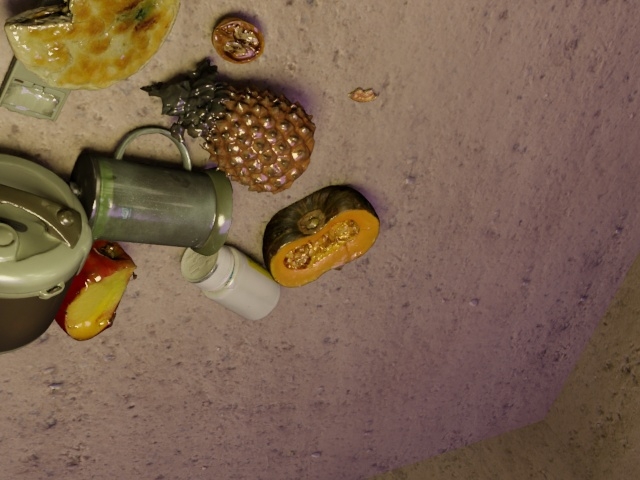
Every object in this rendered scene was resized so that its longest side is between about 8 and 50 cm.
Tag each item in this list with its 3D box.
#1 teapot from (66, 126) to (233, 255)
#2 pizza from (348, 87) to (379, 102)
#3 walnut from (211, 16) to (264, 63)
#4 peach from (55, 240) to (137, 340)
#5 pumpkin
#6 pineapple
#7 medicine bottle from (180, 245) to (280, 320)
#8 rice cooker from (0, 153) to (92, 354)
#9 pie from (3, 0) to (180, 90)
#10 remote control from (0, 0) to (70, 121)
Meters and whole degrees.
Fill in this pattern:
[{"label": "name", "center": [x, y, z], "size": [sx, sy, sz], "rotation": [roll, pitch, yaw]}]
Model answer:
[{"label": "teapot", "center": [-0.372, -0.106, 1.688], "size": [0.336, 0.200, 0.271], "rotation": [6, 97, -35]}, {"label": "pizza", "center": [0.103, -0.346, 1.886], "size": [0.083, 0.016, 0.037], "rotation": [-5, 133, -25]}, {"label": "walnut", "center": [-0.172, -0.412, 1.610], "size": [0.121, 0.052, 0.091], "rotation": [20, 118, -41]}, {"label": "peach", "center": [-0.541, 0.107, 1.791], "size": [0.158, 0.154, 0.267], "rotation": [-9, 144, -39]}, {"label": "pumpkin", "center": [0.000, 0.000, 2.058], "size": [0.317, 0.139, 0.222], "rotation": [-31, 137, -6]}, {"label": "pineapple", "center": [-0.194, -0.254, 1.656], "size": [0.357, 0.223, 0.223], "rotation": [28, 111, -27]}, {"label": "medicine bottle", "center": [-0.225, 0.098, 1.999], "size": [0.143, 0.143, 0.258], "rotation": [-43, 140, 10]}, {"label": "rice cooker", "center": [-0.622, 0.016, 1.498], "size": [0.335, 0.335, 0.325], "rotation": [1, 141, -34]}, {"label": "pie", "center": [-0.380, -0.400, 1.395], "size": [0.337, 0.075, 0.338], "rotation": [-28, 151, -17]}, {"label": "remote control", "center": [-0.498, -0.349, 1.472], "size": [0.123, 0.038, 0.285], "rotation": [11, 124, -39]}]
